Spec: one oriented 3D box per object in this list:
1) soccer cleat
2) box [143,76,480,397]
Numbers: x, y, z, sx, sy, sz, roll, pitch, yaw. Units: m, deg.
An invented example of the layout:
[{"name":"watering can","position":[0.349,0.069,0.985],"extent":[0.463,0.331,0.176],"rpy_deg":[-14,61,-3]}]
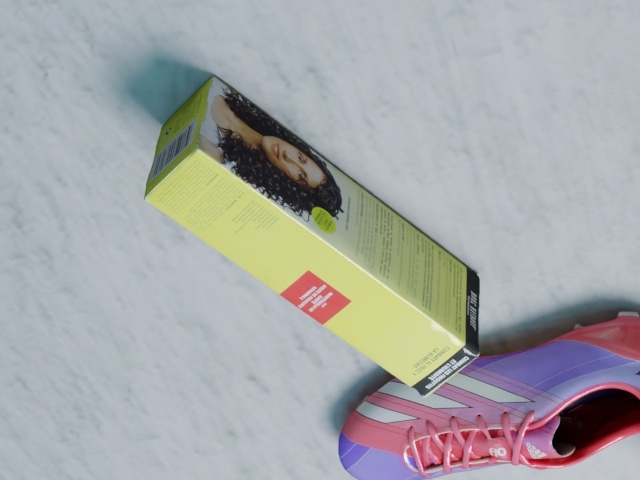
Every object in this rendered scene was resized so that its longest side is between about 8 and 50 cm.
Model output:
[{"name":"soccer cleat","position":[0.121,0.122,1.275],"extent":[0.248,0.095,0.083],"rpy_deg":[-20,123,18]},{"name":"box","position":[0.000,0.000,1.200],"extent":[0.232,0.087,0.058],"rpy_deg":[36,122,-22]}]
